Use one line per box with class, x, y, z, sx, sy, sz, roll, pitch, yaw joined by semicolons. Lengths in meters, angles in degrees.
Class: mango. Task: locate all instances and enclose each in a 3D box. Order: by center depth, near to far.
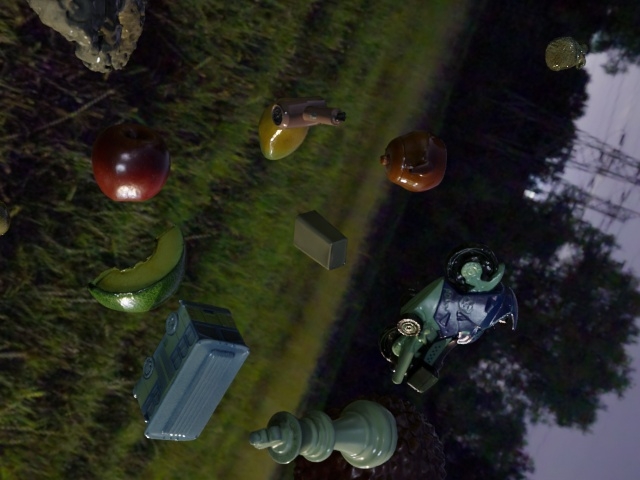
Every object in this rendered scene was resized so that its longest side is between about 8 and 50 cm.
mango;-0.095;-0.274;1.646;0.130;0.091;0.194;-1;146;-31

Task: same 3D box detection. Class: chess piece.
chess piece;0.000;0.161;0.546;0.149;0.059;0.059;15;98;-47

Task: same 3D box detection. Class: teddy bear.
teddy bear;-0.463;-0.481;1.214;0.367;0.225;0.357;-69;142;-67

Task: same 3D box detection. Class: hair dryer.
hair dryer;-0.011;-0.264;1.383;0.117;0.182;0.063;-15;110;-33

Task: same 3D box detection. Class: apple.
apple;-0.525;-0.216;1.841;0.218;0.218;0.201;-51;155;-56

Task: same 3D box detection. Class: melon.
melon;-0.410;0.108;1.631;0.265;0.129;0.169;-40;151;-26

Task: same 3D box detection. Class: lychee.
lychee;0.077;0.398;1.097;0.300;0.264;0.264;-63;168;-17

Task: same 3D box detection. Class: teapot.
teapot;0.157;-0.144;1.186;0.173;0.116;0.116;-118;-136;-65

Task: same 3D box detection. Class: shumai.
shumai;0.547;-0.415;1.457;0.080;0.082;0.083;-31;148;-30

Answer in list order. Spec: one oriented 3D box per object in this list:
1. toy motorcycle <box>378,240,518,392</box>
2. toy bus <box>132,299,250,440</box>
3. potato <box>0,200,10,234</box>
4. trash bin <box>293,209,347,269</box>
toy motorcycle;0.260;0.158;1.314;0.331;0.196;0.125;-53;-173;25
toy bus;-0.326;0.321;1.634;0.152;0.190;0.312;17;113;-38
potato;-0.802;-0.058;1.522;0.188;0.085;0.105;3;124;-51
trash bin;0.000;0.000;1.069;0.043;0.092;0.060;-16;128;-32
